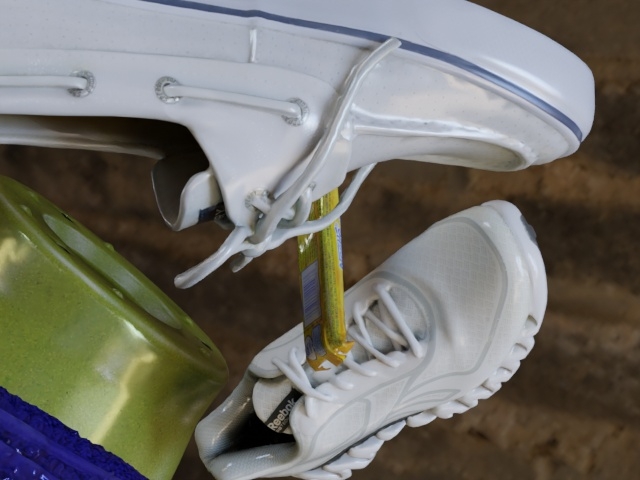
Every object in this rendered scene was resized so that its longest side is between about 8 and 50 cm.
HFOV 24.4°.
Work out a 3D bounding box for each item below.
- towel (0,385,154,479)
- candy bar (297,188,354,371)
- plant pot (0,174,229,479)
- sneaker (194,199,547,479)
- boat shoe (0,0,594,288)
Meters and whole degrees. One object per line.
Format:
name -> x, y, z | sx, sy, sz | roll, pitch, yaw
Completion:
towel -> -0.078, 0.188, 0.514 | 0.308, 0.227, 0.076 | 32, -31, -12
candy bar -> 0.000, 0.000, 0.861 | 0.018, 0.161, 0.040 | 11, -31, -27
plant pot -> -0.264, 0.153, 1.097 | 0.366, 0.353, 0.366 | 41, 0, 0
sneaker -> 0.029, 0.079, 0.952 | 0.292, 0.118, 0.110 | -45, -117, 36
boat shoe -> -0.045, -0.048, 0.718 | 0.367, 0.156, 0.136 | 11, -14, -15
